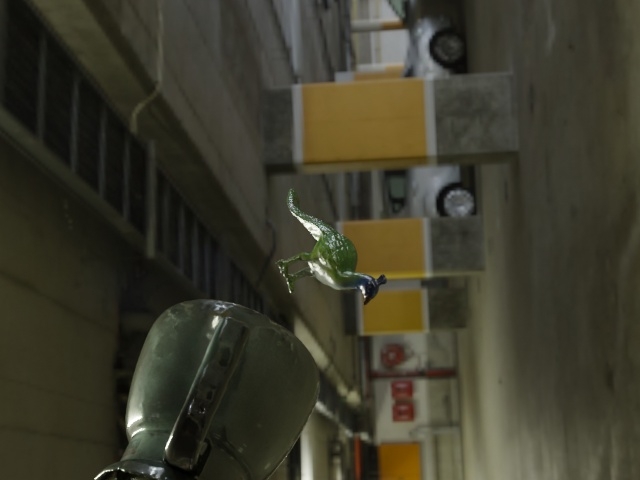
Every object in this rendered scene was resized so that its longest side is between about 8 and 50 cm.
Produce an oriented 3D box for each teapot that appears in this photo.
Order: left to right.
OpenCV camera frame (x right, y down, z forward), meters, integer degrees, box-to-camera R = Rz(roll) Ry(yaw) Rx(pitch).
[{"bbox_3d":[-0.118,0.224,1.142,0.223,0.305,0.285,39,-129,-20],"label":"teapot"}]

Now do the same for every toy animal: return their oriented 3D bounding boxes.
[{"bbox_3d":[-0.014,0.009,0.989,0.217,0.075,0.041,45,162,54],"label":"toy animal"}]
